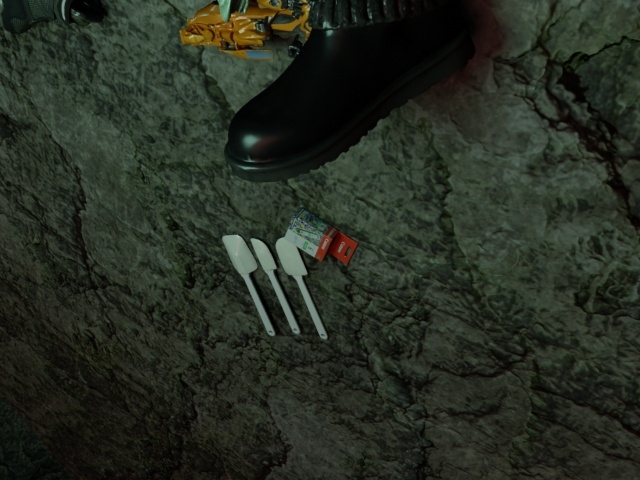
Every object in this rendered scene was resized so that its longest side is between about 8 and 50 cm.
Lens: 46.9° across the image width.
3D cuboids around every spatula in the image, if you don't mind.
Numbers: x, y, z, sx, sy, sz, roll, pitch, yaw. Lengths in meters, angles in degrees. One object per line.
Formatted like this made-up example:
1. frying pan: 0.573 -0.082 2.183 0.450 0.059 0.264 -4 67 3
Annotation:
1. spatula: -0.081 0.089 1.388 0.168 0.019 0.242 -2 125 29

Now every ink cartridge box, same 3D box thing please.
1. ink cartridge box: 0.000 0.000 1.241 0.115 0.029 0.062 32 137 8

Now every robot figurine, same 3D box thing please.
1. robot figurine: -0.063 -0.321 0.965 0.291 0.085 0.211 10 131 28

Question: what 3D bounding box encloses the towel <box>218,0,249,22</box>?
1. towel: -0.139 -0.437 0.827 0.324 0.038 0.247 60 147 32

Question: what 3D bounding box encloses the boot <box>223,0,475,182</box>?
1. boot: -0.002 -0.250 0.818 0.131 0.348 0.260 46 169 49

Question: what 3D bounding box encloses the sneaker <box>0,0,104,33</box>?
1. sneaker: -0.433 -0.370 1.178 0.228 0.087 0.130 -28 101 40
